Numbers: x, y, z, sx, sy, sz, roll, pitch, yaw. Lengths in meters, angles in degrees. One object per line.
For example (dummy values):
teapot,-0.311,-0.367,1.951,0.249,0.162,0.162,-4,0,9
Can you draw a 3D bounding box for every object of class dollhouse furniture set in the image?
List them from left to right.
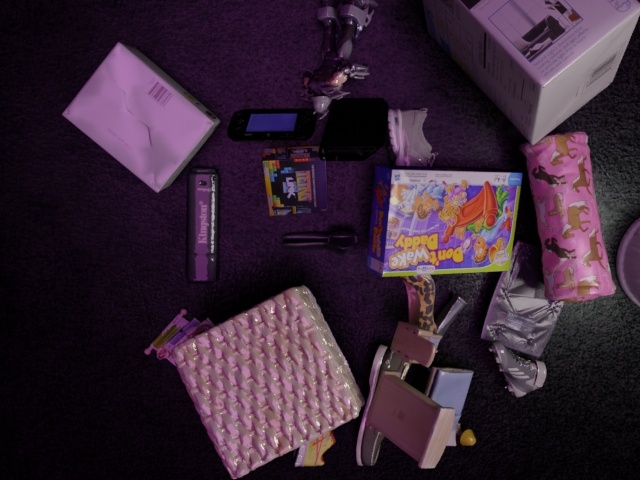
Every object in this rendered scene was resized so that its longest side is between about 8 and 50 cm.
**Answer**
dollhouse furniture set,0.305,0.364,1.648,0.303,0.198,0.286,12,99,-38

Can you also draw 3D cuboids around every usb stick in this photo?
usb stick,-0.279,-0.032,1.693,0.077,0.045,0.278,2,99,-1

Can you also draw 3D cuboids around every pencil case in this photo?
pencil case,0.553,-0.055,1.614,0.160,0.167,0.386,-9,88,-27

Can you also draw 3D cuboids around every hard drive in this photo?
hard drive,0.496,0.139,1.733,0.172,0.054,0.255,18,98,-4

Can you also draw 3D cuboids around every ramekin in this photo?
ramekin,0.857,0.057,1.686,0.277,0.135,0.277,0,99,-1

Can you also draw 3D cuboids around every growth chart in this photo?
growth chart,-0.286,0.274,1.758,0.237,0.021,0.172,37,96,-7

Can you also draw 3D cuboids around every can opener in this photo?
can opener,0.000,0.000,1.702,0.186,0.059,0.073,0,127,8

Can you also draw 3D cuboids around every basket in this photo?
basket,-0.110,0.300,1.599,0.328,0.266,0.331,-27,81,-2

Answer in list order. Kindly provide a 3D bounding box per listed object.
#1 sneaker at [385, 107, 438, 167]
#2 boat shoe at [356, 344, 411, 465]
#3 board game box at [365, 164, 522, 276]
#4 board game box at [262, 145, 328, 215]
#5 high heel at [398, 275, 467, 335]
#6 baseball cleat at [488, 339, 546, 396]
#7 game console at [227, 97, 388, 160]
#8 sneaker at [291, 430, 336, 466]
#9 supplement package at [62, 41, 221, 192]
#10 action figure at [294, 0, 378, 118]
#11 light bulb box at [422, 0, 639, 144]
sneaker,0.221,-0.171,1.650,0.115,0.105,0.281,-11,101,-3
boat shoe,0.153,0.409,1.739,0.091,0.109,0.305,12,96,12
board game box,0.280,-0.046,1.614,0.347,0.078,0.233,-2,103,-25
board game box,-0.055,-0.134,1.634,0.141,0.048,0.170,-3,137,1
high heel,0.200,0.152,1.709,0.261,0.093,0.186,36,94,-13
baseball cleat,0.477,0.295,1.726,0.109,0.072,0.206,-23,131,11
game console,-0.032,-0.249,1.595,0.361,0.213,0.044,1,129,11
sneaker,-0.001,0.466,1.773,0.094,0.081,0.208,16,104,-13
supplement package,-0.390,-0.273,1.600,0.262,0.145,0.204,40,97,-8
action figure,0.034,-0.403,1.579,0.185,0.099,0.285,11,85,40
light bulb box,0.397,-0.434,1.432,0.225,0.358,0.361,-39,75,4
